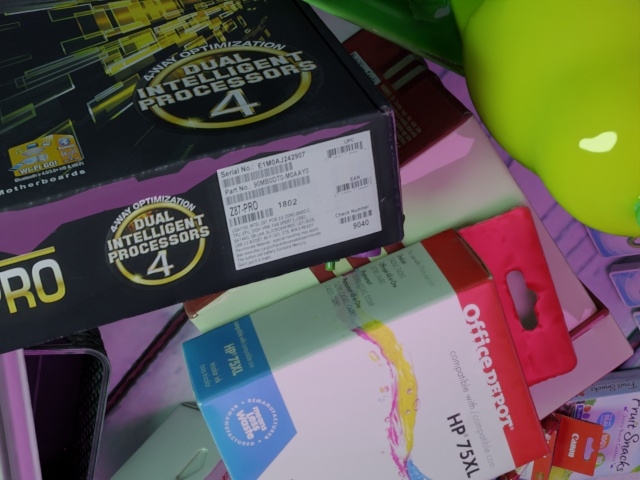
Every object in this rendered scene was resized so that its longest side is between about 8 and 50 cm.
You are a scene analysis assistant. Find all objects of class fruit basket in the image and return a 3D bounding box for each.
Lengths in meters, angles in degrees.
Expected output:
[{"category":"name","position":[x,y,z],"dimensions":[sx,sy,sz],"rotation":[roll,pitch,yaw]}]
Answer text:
[{"category":"fruit basket","position":[0.164,-0.173,0.834],"dimensions":[0.392,0.392,0.283],"rotation":[20,102,-30]}]

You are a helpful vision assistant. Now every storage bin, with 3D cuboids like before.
[{"category":"storage bin","position":[-0.233,0.132,1.065],"dimensions":[0.122,0.084,0.180],"rotation":[1,121,-22]}]

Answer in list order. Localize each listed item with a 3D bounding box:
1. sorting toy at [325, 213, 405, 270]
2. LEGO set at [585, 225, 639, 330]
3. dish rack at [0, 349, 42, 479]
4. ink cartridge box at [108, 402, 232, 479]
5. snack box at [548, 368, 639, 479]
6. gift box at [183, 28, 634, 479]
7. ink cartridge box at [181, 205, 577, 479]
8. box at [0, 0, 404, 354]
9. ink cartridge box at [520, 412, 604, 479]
[{"category":"sorting toy","position":[0.000,0.000,0.821],"dimensions":[0.102,0.061,0.042],"rotation":[6,100,20]},{"category":"LEGO set","position":[0.360,0.038,1.174],"dimensions":[0.244,0.060,0.182],"rotation":[-8,134,30]},{"category":"dish rack","position":[-0.341,0.136,0.965],"dimensions":[0.285,0.072,0.333],"rotation":[0,119,2]},{"category":"ink cartridge box","position":[-0.109,0.241,1.152],"dimensions":[0.127,0.072,0.175],"rotation":[-46,142,-46]},{"category":"snack box","position":[0.259,0.172,1.310],"dimensions":[0.141,0.037,0.100],"rotation":[-5,124,-17]},{"category":"gift box","position":[0.029,0.038,1.014],"dimensions":[0.276,0.255,0.258],"rotation":[-34,118,7]},{"category":"ink cartridge box","position":[0.049,0.087,0.857],"dimensions":[0.231,0.078,0.134],"rotation":[-23,116,-3]},{"category":"box","position":[-0.188,-0.058,0.814],"dimensions":[0.394,0.318,0.097],"rotation":[-16,123,-10]},{"category":"ink cartridge box","position":[0.189,0.182,1.259],"dimensions":[0.115,0.029,0.063],"rotation":[12,122,13]}]
